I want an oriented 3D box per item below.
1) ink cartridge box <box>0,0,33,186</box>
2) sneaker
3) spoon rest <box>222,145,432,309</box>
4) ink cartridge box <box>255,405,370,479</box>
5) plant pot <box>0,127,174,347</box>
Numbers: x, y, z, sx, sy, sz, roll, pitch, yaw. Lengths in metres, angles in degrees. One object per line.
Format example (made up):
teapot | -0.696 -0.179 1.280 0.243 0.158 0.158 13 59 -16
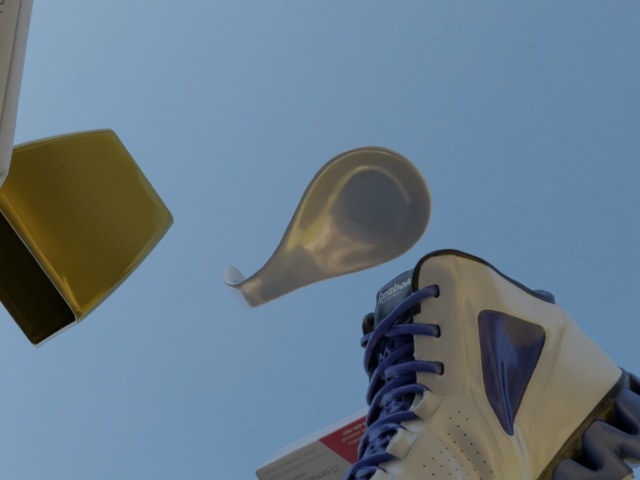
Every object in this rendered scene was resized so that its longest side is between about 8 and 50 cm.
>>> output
ink cartridge box | -0.236 -0.102 0.487 0.330 0.071 0.324 -38 -133 46
sneaker | 0.063 0.115 0.496 0.182 0.316 0.127 54 -36 14
spoon rest | 0.000 0.000 0.930 0.276 0.084 0.137 -35 -74 23
ink cartridge box | 0.057 0.287 0.825 0.159 0.092 0.217 -29 -97 13
plant pot | -0.312 -0.018 1.021 0.212 0.187 0.212 57 -35 -5
